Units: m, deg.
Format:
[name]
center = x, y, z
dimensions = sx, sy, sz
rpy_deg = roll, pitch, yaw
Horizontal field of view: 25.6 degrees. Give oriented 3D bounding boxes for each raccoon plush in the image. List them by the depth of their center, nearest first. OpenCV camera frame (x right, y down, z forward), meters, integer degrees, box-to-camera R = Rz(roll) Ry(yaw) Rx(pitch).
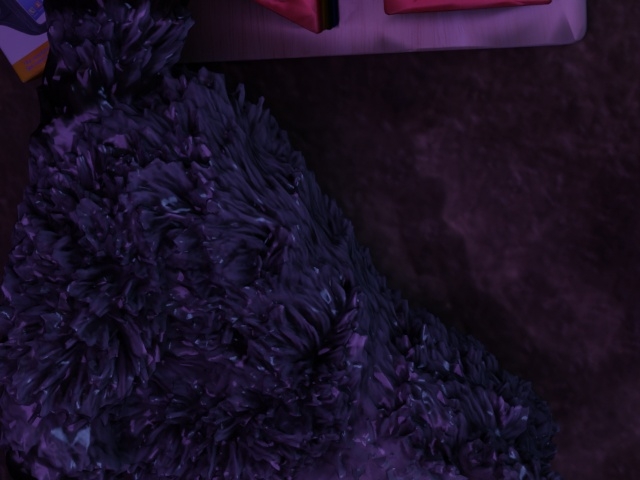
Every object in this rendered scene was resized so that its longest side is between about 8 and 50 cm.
[raccoon plush]
center = 0.000, 0.000, 0.721
dimensions = 0.299, 0.216, 0.446
rpy_deg = 6, 126, 5

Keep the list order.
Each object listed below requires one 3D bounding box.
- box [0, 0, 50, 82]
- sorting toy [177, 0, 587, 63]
[box]
center = -0.181, -0.174, 0.848
dimensions = 0.081, 0.028, 0.136
rpy_deg = -31, 97, 16
[sorting toy]
center = 0.012, -0.227, 0.765
dimensions = 0.256, 0.089, 0.257
rpy_deg = -1, 103, 11
